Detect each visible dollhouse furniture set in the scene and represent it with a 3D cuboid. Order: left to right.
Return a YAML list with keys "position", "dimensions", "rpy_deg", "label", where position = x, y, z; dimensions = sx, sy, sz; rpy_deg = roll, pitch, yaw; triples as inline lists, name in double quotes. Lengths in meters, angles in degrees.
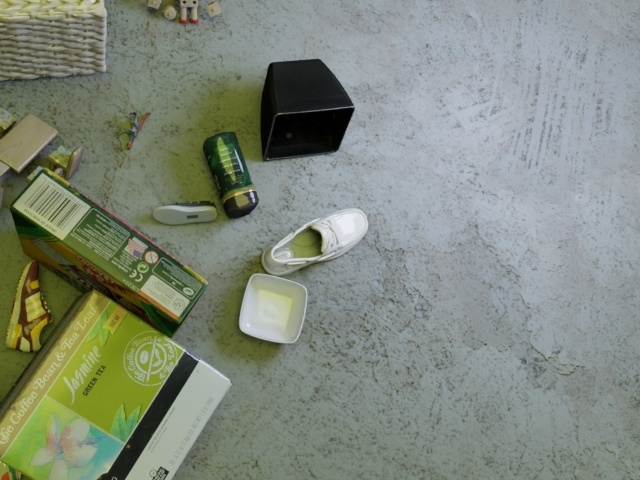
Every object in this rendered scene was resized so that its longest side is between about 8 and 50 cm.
- position: [-0.628, -0.180, 1.551]
  dimensions: [0.212, 0.161, 0.242]
  rpy_deg: [33, 50, -5]
  label: "dollhouse furniture set"

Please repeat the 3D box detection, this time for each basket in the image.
- position: [-0.618, -0.512, 1.588]
  dimensions: [0.331, 0.328, 0.267]
  rpy_deg: [-7, 80, -17]
  label: "basket"

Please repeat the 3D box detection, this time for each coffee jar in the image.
- position: [-0.200, -0.144, 1.728]
  dimensions: [0.079, 0.096, 0.184]
  rpy_deg: [-18, 81, -16]
  label: "coffee jar"

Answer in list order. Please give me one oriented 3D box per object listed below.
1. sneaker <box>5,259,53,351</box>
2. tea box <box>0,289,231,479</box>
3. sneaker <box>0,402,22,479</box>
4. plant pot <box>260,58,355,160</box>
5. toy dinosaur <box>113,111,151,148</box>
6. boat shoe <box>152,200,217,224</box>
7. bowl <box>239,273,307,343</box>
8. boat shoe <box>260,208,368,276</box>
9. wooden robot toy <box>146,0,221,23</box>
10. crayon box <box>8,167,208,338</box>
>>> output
- position: [-0.584, 0.135, 1.573]
  dimensions: [0.083, 0.069, 0.186]
  rpy_deg: [13, 79, -21]
  label: "sneaker"
- position: [-0.408, 0.319, 1.459]
  dimensions: [0.323, 0.220, 0.329]
  rpy_deg: [36, 69, -16]
  label: "tea box"
- position: [-0.631, 0.395, 1.492]
  dimensions: [0.075, 0.057, 0.161]
  rpy_deg: [-15, 83, -24]
  label: "sneaker"
- position: [-0.049, -0.312, 1.775]
  dimensions: [0.187, 0.188, 0.167]
  rpy_deg: [-9, 67, -17]
  label: "plant pot"
- position: [-0.416, -0.246, 1.727]
  dimensions: [0.090, 0.047, 0.082]
  rpy_deg: [-7, 96, -27]
  label: "toy dinosaur"
- position: [-0.301, -0.065, 1.712]
  dimensions: [0.142, 0.049, 0.040]
  rpy_deg: [-1, 43, -14]
  label: "boat shoe"
- position: [-0.107, 0.155, 1.700]
  dimensions: [0.142, 0.053, 0.142]
  rpy_deg: [15, 72, -11]
  label: "bowl"
- position: [0.000, 0.000, 1.746]
  dimensions: [0.277, 0.096, 0.098]
  rpy_deg: [-28, 84, -20]
  label: "boat shoe"
- position: [-0.327, -0.566, 1.832]
  dimensions: [0.173, 0.076, 0.079]
  rpy_deg: [-3, 42, -16]
  label: "wooden robot toy"
- position: [-0.413, 0.051, 1.504]
  dimensions: [0.363, 0.313, 0.106]
  rpy_deg: [36, 67, -4]
  label: "crayon box"
